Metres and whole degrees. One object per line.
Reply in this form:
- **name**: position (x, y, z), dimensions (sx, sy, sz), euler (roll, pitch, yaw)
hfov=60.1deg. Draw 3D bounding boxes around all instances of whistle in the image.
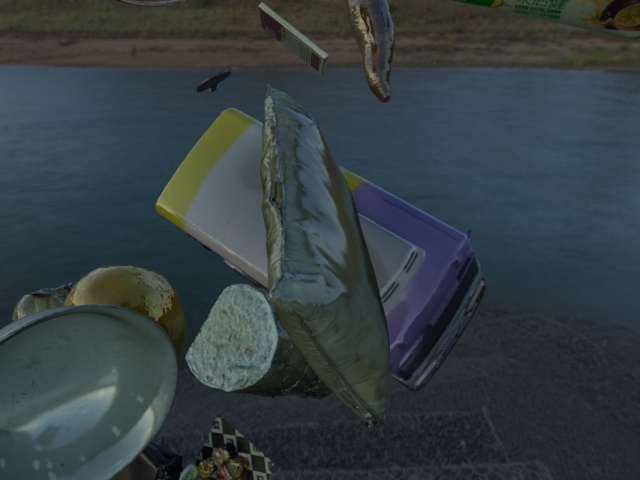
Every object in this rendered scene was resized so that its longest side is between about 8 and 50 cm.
- **whistle**: position (-0.396, 0.694, 1.587), dimensions (0.104, 0.057, 0.198), euler (-47, -3, -16)

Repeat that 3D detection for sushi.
- **sushi**: position (-0.144, 0.358, 0.867), dimensions (0.126, 0.120, 0.026), euler (34, 22, 22)

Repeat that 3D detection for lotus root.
- **lotus root**: position (-0.715, 0.158, 1.482), dimensions (0.204, 0.078, 0.183), euler (-9, 9, -4)

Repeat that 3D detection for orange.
- **orange**: position (-0.412, 0.183, 1.176), dimensions (0.279, 0.279, 0.235), euler (19, 30, 39)

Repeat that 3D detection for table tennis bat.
- **table tennis bat**: position (-0.265, -0.389, 1.368), dimensions (0.095, 0.014, 0.158), euler (-33, 11, -7)

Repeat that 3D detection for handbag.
- **handbag**: position (-0.337, 0.415, 0.936), dimensions (0.247, 0.223, 0.080), euler (15, 9, 27)

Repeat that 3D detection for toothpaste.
- **toothpaste**: position (0.193, -0.244, 0.530), dimensions (0.314, 0.056, 0.058), euler (19, 26, 15)

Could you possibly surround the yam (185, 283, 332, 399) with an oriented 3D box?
- **yam**: position (-0.074, 0.211, 1.061), dimensions (0.201, 0.202, 0.271), euler (27, -1, 37)

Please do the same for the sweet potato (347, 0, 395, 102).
- **sweet potato**: position (0.091, -0.363, 0.980), dimensions (0.077, 0.243, 0.077), euler (-9, 5, 1)

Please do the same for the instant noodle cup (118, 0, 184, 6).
- **instant noodle cup**: position (-0.174, -0.382, 0.518), dimensions (0.250, 0.250, 0.192), euler (-10, 0, -23)

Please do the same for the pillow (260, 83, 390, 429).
- **pillow**: position (0.000, 0.000, 0.498), dimensions (0.075, 0.185, 0.302), euler (-22, 40, 13)

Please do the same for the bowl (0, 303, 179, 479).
- **bowl**: position (-0.367, 0.197, 0.755), dimensions (0.313, 0.313, 0.146), euler (-19, 36, -39)

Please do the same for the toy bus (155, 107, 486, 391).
- **toy bus**: position (0.004, 0.008, 0.801), dimensions (0.440, 0.209, 0.249), euler (33, -8, 23)

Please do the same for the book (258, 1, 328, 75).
- **book**: position (-0.077, -0.568, 1.574), dimensions (0.232, 0.022, 0.162), euler (37, -1, -3)
